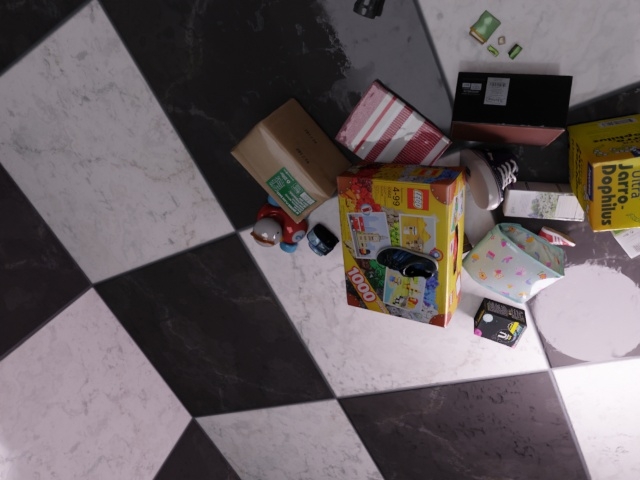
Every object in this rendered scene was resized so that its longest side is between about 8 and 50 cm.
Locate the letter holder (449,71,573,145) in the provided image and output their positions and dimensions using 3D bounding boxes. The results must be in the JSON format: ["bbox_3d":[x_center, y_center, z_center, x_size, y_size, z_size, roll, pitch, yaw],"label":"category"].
[{"bbox_3d":[0.554,-0.386,1.336,0.301,0.214,0.152,8,89,15],"label":"letter holder"}]

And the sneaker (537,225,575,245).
[{"bbox_3d":[0.801,0.004,1.523,0.118,0.042,0.067,28,120,11],"label":"sneaker"}]

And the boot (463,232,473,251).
[{"bbox_3d":[0.409,0.040,1.663,0.305,0.112,0.115,-30,75,35],"label":"boot"}]

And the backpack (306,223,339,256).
[{"bbox_3d":[0.000,0.000,1.754,0.114,0.105,0.084,45,122,-4],"label":"backpack"}]

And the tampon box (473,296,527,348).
[{"bbox_3d":[0.685,0.315,1.705,0.160,0.101,0.121,18,122,9],"label":"tampon box"}]

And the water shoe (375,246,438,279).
[{"bbox_3d":[0.256,0.070,1.372,0.203,0.080,0.073,7,119,30],"label":"water shoe"}]

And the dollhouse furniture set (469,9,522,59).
[{"bbox_3d":[0.503,-0.581,1.276,0.151,0.059,0.076,37,123,-5],"label":"dollhouse furniture set"}]

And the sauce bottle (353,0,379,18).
[{"bbox_3d":[0.180,-0.804,1.229,0.111,0.111,0.345,24,125,4],"label":"sauce bottle"}]

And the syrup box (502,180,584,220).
[{"bbox_3d":[0.722,-0.130,1.440,0.236,0.096,0.093,5,118,16],"label":"syrup box"}]

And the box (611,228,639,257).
[{"bbox_3d":[0.999,-0.022,1.414,0.101,0.087,0.102,-37,102,32],"label":"box"}]

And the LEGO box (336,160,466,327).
[{"bbox_3d":[0.275,0.003,1.505,0.372,0.193,0.501,9,120,29],"label":"LEGO box"}]

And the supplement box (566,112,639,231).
[{"bbox_3d":[0.811,-0.196,1.216,0.195,0.357,0.194,-6,116,21],"label":"supplement box"}]

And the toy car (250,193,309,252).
[{"bbox_3d":[-0.173,-0.035,1.711,0.210,0.238,0.219,26,124,3],"label":"toy car"}]

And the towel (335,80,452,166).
[{"bbox_3d":[0.244,-0.347,1.515,0.328,0.037,0.237,36,122,-5],"label":"towel"}]

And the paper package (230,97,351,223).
[{"bbox_3d":[-0.088,-0.275,1.501,0.168,0.310,0.325,-35,104,35],"label":"paper package"}]

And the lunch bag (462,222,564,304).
[{"bbox_3d":[0.647,0.069,1.522,0.262,0.160,0.223,29,138,-2],"label":"lunch bag"}]

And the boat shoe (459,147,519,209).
[{"bbox_3d":[0.528,-0.200,1.332,0.157,0.341,0.127,-5,122,6],"label":"boat shoe"}]
